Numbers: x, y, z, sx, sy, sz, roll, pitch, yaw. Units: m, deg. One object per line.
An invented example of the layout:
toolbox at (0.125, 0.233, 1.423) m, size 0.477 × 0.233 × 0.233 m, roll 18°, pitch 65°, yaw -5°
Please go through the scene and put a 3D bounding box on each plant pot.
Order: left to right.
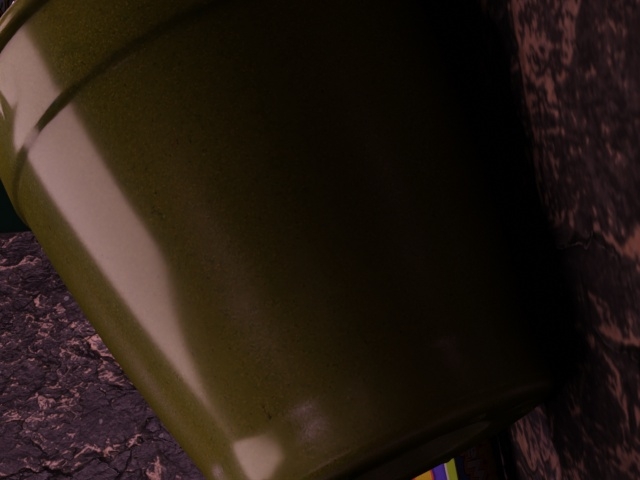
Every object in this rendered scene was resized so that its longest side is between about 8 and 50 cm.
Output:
plant pot at (-0.020, 0.007, 0.731) m, size 0.366 × 0.367 × 0.352 m, roll 88°, pitch 158°, yaw -69°

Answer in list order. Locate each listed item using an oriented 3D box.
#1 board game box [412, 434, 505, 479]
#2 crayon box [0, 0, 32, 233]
board game box at (0.056, 0.226, 0.963) m, size 0.078 × 0.233 × 0.346 m, roll -18°, pitch -83°, yaw -50°
crayon box at (-0.327, -0.245, 1.092) m, size 0.313 × 0.106 × 0.362 m, roll 78°, pitch -170°, yaw -49°
